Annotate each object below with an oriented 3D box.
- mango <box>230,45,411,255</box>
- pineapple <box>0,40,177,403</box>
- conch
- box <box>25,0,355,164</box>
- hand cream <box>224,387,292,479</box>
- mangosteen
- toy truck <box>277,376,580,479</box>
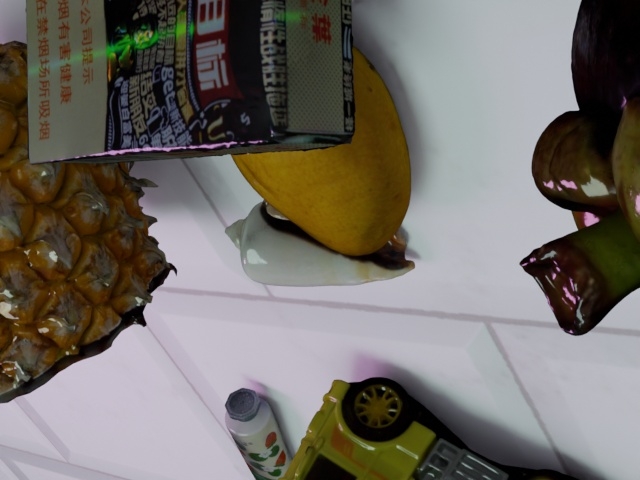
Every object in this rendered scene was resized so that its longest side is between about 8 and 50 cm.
[{"bbox_3d":[0.000,-0.076,1.001,0.147,0.109,0.227,-7,132,18],"label":"mango"},{"bbox_3d":[-0.339,-0.024,1.178,0.352,0.352,0.300,-5,116,48],"label":"pineapple"},{"bbox_3d":[-0.005,0.003,1.121,0.176,0.094,0.104,18,111,23],"label":"conch"},{"bbox_3d":[-0.112,-0.161,0.923,0.310,0.084,0.198,-1,90,45],"label":"box"},{"bbox_3d":[-0.073,0.285,1.593,0.095,0.059,0.276,21,149,28],"label":"hand cream"},{"bbox_3d":[0.233,-0.064,0.619,0.287,0.287,0.233,4,114,42],"label":"mangosteen"},{"bbox_3d":[0.140,0.328,1.258,0.405,0.254,0.180,29,152,19],"label":"toy truck"}]
